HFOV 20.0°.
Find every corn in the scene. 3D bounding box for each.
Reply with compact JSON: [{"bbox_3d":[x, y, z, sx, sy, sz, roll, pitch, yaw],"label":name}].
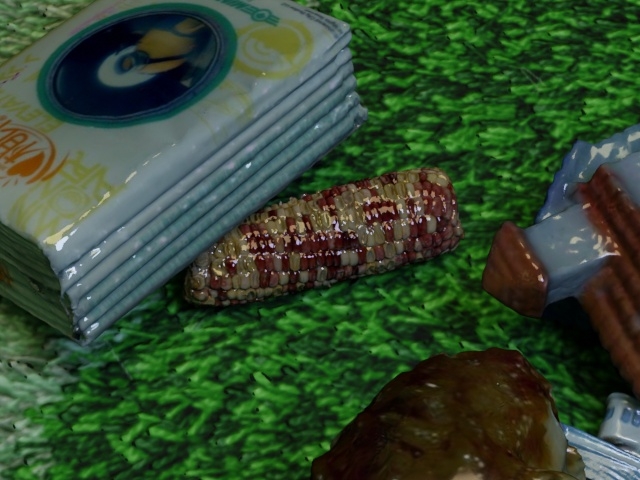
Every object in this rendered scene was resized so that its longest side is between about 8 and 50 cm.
[{"bbox_3d":[0.000,0.000,1.775,0.290,0.098,0.098,-15,58,-7],"label":"corn"}]

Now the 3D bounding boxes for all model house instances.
[{"bbox_3d":[0.315,0.045,1.679,0.329,0.252,0.295,-23,63,-14],"label":"model house"}]

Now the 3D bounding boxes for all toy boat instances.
[{"bbox_3d":[0.270,0.193,1.657,0.215,0.088,0.102,19,66,8],"label":"toy boat"}]

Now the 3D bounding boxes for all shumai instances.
[{"bbox_3d":[0.126,0.256,1.442,0.397,0.323,0.324,-23,41,-23],"label":"shumai"}]

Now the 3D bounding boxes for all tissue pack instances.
[{"bbox_3d":[-0.184,-0.102,1.758,0.388,0.162,0.287,-40,45,-25],"label":"tissue pack"}]
